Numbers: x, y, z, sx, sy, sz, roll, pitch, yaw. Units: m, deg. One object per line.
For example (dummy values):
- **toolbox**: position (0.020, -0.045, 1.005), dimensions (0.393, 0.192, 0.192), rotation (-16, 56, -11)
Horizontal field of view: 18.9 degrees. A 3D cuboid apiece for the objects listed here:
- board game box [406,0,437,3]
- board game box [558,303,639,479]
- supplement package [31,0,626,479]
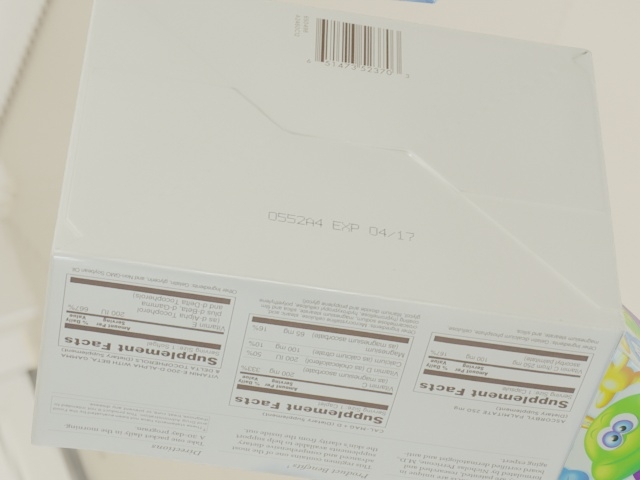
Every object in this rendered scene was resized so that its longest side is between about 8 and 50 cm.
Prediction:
- **board game box**: position (0.046, -0.230, 1.506), dimensions (0.090, 0.020, 0.090), rotation (10, 137, 39)
- **board game box**: position (0.135, 0.085, 1.307), dimensions (0.144, 0.275, 0.142), rotation (-41, 38, 12)
- **supplement package**: position (0.000, 0.000, 0.970), dimensions (0.204, 0.262, 0.145), rotation (-88, 9, -45)
